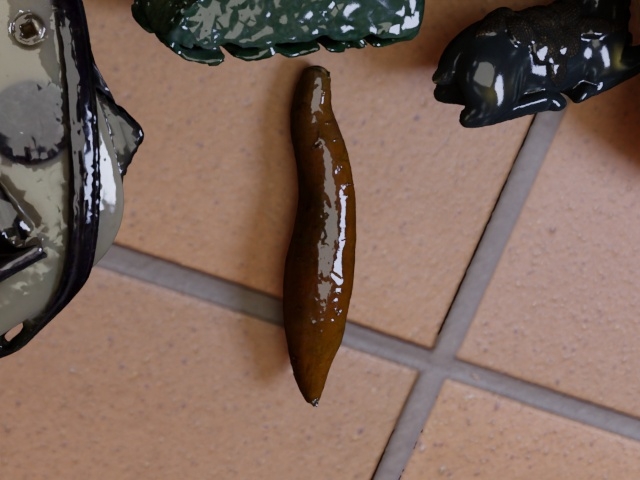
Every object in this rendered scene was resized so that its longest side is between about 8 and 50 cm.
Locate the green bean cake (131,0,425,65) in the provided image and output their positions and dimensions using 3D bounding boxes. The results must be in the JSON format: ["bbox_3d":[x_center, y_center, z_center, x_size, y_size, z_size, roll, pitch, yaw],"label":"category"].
[{"bbox_3d":[-0.027,-0.233,0.990,0.193,0.107,0.208,-5,114,-21],"label":"green bean cake"}]

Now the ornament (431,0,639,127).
[{"bbox_3d":[0.168,-0.213,1.058,0.202,0.080,0.236,-18,131,-26],"label":"ornament"}]

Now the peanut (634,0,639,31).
[{"bbox_3d":[0.301,-0.122,1.105,0.136,0.120,0.298,-36,139,-9],"label":"peanut"}]

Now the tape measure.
[{"bbox_3d":[-0.221,-0.052,0.982,0.271,0.133,0.231,-38,115,-7],"label":"tape measure"}]

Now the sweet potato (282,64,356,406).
[{"bbox_3d":[0.001,0.000,1.116,0.057,0.057,0.264,0,103,-19],"label":"sweet potato"}]
